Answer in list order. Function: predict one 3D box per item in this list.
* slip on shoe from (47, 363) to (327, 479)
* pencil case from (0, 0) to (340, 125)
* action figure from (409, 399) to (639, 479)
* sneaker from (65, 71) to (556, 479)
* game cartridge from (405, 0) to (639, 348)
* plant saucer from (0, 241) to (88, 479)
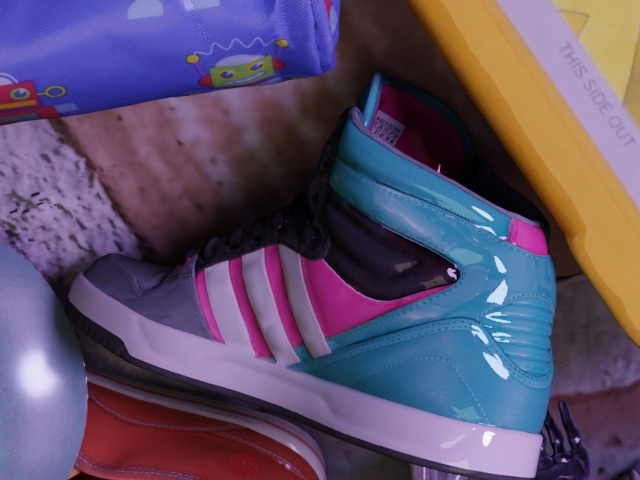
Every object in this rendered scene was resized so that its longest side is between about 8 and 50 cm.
[{"bbox_3d":[-0.163,0.137,1.041,0.331,0.101,0.123,11,127,3],"label":"slip on shoe"},{"bbox_3d":[-0.145,-0.117,0.822,0.306,0.133,0.119,-8,162,2],"label":"pencil case"},{"bbox_3d":[0.128,0.175,1.005,0.164,0.141,0.276,11,152,-9],"label":"action figure"},{"bbox_3d":[0.000,0.000,0.912,0.295,0.124,0.178,16,90,35],"label":"sneaker"},{"bbox_3d":[0.213,-0.095,0.787,0.285,0.053,0.324,-32,98,21],"label":"game cartridge"},{"bbox_3d":[-0.227,0.086,0.993,0.195,0.037,0.195,0,91,14],"label":"plant saucer"}]
